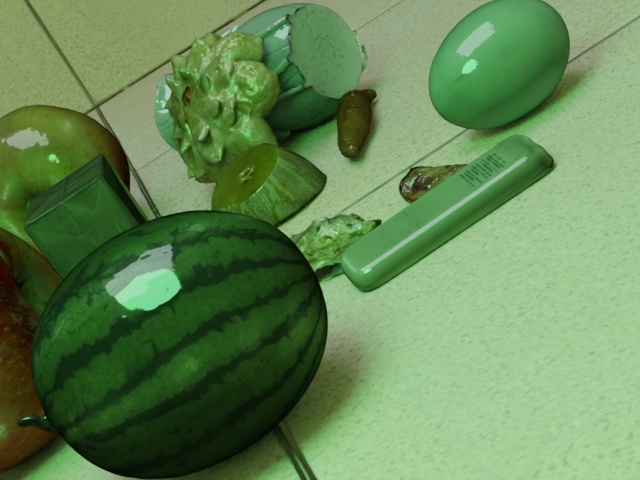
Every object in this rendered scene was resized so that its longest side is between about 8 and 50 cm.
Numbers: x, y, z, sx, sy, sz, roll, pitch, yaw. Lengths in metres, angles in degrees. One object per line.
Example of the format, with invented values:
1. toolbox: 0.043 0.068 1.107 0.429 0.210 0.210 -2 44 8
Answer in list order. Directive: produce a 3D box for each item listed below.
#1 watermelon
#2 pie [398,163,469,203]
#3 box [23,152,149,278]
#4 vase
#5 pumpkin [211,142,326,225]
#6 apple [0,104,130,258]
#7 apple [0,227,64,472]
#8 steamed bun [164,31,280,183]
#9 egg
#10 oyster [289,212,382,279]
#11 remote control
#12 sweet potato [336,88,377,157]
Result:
1. watermelon: -0.165 0.120 1.456 0.359 0.279 0.279 -34 19 4
2. pie: 0.167 -0.080 1.810 0.170 0.034 0.092 -4 37 46
3. box: -0.339 0.010 2.048 0.155 0.231 0.149 -31 20 2
4. vase: -0.130 -0.296 2.506 0.445 0.250 0.250 -17 24 46
5. pumpkin: -0.105 -0.087 2.141 0.217 0.110 0.217 -24 26 12
6. apple: -0.512 -0.110 2.491 0.319 0.319 0.277 -25 23 18
7. apple: -0.483 0.149 1.774 0.277 0.348 0.348 -38 18 12
8. steamed bun: -0.190 -0.221 2.304 0.137 0.292 0.295 -2 -48 -40
9. egg: 0.259 -0.257 1.900 0.231 0.168 0.168 -40 21 -11
10. oyster: -0.008 0.005 1.817 0.133 0.072 0.209 -35 18 -18
11. remote control: 0.162 -0.039 1.700 0.309 0.038 0.090 -35 35 -6
12. sweet potato: 0.058 -0.211 2.239 0.066 0.072 0.314 -13 20 9
